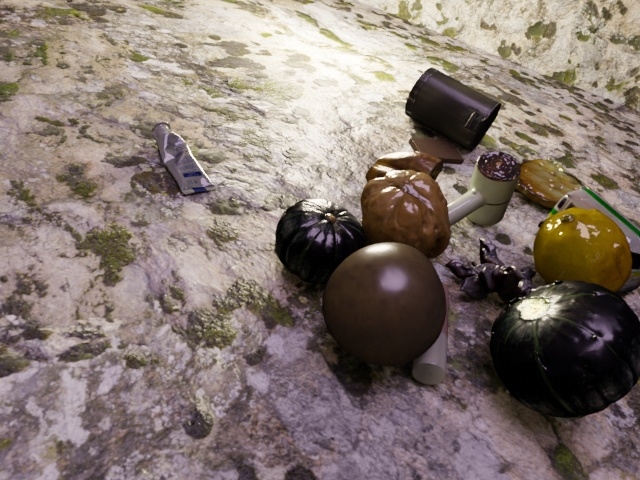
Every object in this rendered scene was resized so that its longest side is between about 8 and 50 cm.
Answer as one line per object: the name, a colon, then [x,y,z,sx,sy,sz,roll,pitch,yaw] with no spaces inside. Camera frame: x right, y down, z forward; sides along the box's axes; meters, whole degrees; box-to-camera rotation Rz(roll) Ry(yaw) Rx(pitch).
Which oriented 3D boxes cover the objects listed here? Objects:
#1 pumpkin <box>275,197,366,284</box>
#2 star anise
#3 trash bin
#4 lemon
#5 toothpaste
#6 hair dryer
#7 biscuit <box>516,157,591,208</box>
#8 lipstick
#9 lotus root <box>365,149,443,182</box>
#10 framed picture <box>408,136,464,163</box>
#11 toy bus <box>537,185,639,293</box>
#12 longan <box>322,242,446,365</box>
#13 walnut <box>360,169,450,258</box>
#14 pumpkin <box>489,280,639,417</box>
pumpkin: [0.000,0.000,1.195,0.220,0.162,0.221,12,43,-12]
star anise: [0.462,0.097,1.297,0.282,0.129,0.212,27,23,5]
trash bin: [0.500,-0.496,1.937,0.301,0.203,0.252,36,24,20]
lemon: [0.681,0.042,1.336,0.288,0.233,0.233,50,32,-24]
toothpaste: [-0.385,-0.221,1.402,0.096,0.061,0.266,-16,56,-36]
hair dryer: [0.409,-0.096,1.472,0.362,0.203,0.128,-31,57,-21]
biscuit: [0.834,-0.191,1.809,0.329,0.078,0.335,18,39,5]
lipstick: [0.245,0.195,1.128,0.070,0.070,0.254,19,39,1]
lotus root: [0.225,-0.177,1.457,0.180,0.199,0.188,37,36,15]
framed picture: [0.415,-0.322,1.841,0.168,0.023,0.128,0,43,-21]
toy bus: [0.816,-0.006,1.495,0.143,0.179,0.305,-5,44,-25]
longan: [0.127,0.125,1.033,0.258,0.258,0.258,11,39,-9]
walnut: [0.203,-0.046,1.263,0.257,0.257,0.224,30,60,14]
pumpkin: [0.512,0.237,1.040,0.295,0.296,0.296,11,39,-9]
